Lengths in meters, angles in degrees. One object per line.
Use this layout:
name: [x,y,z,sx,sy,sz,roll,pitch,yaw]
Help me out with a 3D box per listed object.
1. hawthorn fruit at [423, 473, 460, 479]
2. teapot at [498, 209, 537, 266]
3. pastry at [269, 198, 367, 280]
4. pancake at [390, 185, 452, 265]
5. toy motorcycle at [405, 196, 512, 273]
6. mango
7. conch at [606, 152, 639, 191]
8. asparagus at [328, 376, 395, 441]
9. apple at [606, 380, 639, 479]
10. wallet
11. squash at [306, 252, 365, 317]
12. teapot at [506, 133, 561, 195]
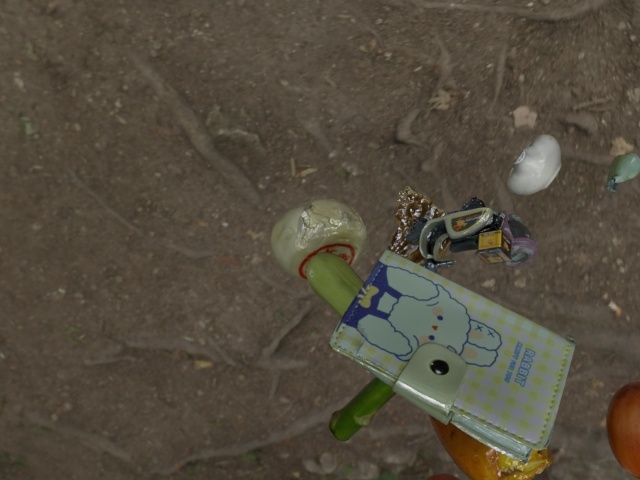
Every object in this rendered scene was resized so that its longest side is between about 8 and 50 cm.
hawthorn fruit: [0.269,0.578,1.257,0.140,0.125,0.125,28,123,26]
teapot: [0.539,-0.012,1.619,0.148,0.146,0.116,20,136,-23]
pastry: [-0.002,-0.001,1.451,0.265,0.264,0.133,-54,44,34]
pancake: [0.247,-0.029,1.531,0.266,0.057,0.245,-29,70,25]
toy motorcycle: [0.307,-0.005,1.307,0.263,0.157,0.091,-15,144,40]
mango: [0.291,0.274,1.005,0.199,0.350,0.201,26,109,-16]
conch: [0.711,-0.166,1.331,0.065,0.180,0.088,48,143,8]
asparagus: [0.099,0.347,1.204,0.060,0.067,0.278,20,128,-18]
apple: [0.492,0.274,0.793,0.163,0.163,0.139,0,71,26]
wallet: [0.185,0.149,0.801,0.309,0.223,0.077,26,142,16]
squash: [0.066,0.108,0.974,0.250,0.083,0.083,41,127,30]
teapot: [0.468,-0.163,1.237,0.092,0.226,0.145,35,103,7]
